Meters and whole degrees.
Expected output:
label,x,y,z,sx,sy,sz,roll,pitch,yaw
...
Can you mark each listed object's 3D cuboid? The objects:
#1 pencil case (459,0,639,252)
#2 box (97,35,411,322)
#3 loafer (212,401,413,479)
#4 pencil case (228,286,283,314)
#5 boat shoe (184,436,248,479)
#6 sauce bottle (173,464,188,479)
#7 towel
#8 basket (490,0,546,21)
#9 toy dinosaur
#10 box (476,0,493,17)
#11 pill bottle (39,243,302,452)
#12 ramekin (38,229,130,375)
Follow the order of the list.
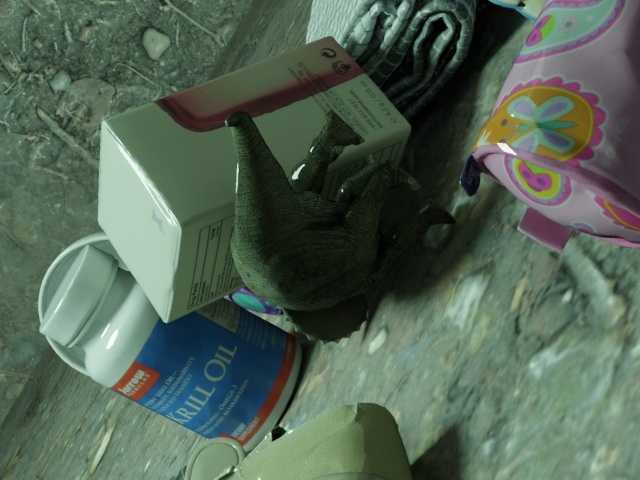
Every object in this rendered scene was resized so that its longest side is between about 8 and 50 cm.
label,x,y,z,sx,sy,sz,roll,pitch,yaw
pencil case,0.187,-0.130,0.629,0.284,0.124,0.124,-64,15,-7
box,-0.061,-0.055,0.999,0.232,0.126,0.148,-25,-26,-27
loafer,-0.024,0.184,0.789,0.269,0.102,0.092,-30,31,45
pencil case,-0.043,0.004,1.227,0.070,0.065,0.151,91,-160,-66
boat shoe,-0.092,0.268,0.954,0.065,0.075,0.206,68,-152,-51
sauce bottle,-0.157,0.272,1.152,0.128,0.042,0.042,-51,18,25
towel,0.070,-0.222,1.137,0.283,0.121,0.235,123,161,-55
basket,0.162,-0.294,0.845,0.289,0.201,0.254,-79,14,-55
toy dinosaur,0.000,0.000,0.878,0.160,0.121,0.313,-51,-21,2
box,0.166,-0.255,1.113,0.083,0.018,0.067,-36,28,58
pill bottle,-0.138,0.096,1.064,0.124,0.222,0.124,-54,16,24
ramekin,-0.265,0.077,1.565,0.207,0.207,0.109,-56,6,15
